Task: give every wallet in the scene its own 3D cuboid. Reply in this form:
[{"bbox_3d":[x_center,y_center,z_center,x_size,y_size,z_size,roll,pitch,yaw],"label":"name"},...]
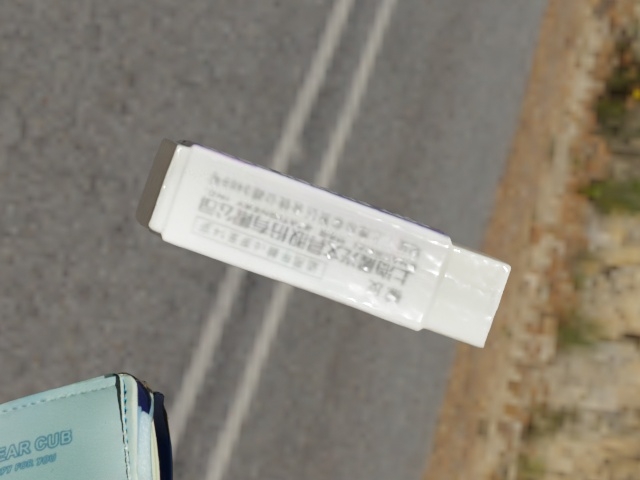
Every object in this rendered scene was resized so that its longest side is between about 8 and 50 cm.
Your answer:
[{"bbox_3d":[-0.175,0.217,1.281,0.075,0.176,0.250,50,27,-53],"label":"wallet"}]

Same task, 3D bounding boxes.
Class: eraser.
[{"bbox_3d":[0.000,0.000,1.538,0.124,0.279,0.081,-155,-95,-79],"label":"eraser"}]
